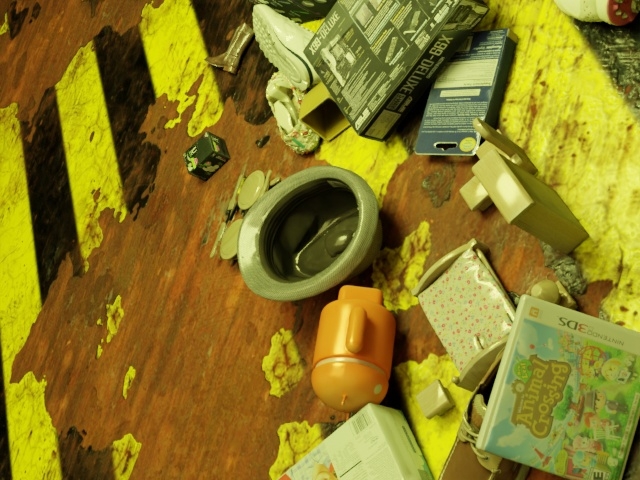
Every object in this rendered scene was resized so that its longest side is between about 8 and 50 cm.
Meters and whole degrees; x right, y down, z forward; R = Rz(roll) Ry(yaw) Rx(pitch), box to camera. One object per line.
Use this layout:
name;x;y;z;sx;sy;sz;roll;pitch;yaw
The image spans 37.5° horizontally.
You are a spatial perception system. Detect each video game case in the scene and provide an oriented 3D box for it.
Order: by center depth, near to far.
video game case;0.326;0.200;1.236;0.023;0.193;0.212;121;167;-84

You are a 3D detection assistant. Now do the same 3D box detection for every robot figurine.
robot figurine;0.054;0.182;1.512;0.158;0.128;0.219;-31;39;45

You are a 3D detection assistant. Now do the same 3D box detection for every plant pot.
plant pot;0.011;-0.257;1.791;0.081;0.081;0.083;-35;41;28

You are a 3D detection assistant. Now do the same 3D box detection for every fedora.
fedora;0.000;0.000;1.655;0.275;0.124;0.243;-32;55;20

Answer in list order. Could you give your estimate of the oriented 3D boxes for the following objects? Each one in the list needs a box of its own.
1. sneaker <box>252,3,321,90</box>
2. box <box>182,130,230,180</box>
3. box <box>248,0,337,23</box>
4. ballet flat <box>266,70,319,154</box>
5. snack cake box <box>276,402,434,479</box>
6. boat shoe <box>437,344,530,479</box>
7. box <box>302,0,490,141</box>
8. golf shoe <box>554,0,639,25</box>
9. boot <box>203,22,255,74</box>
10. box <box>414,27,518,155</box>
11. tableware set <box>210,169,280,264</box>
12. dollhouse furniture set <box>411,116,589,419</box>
sneaker;-0.055;-0.395;1.885;0.095;0.090;0.235;-29;63;-16
box;-0.245;-0.181;2.020;0.083;0.052;0.062;-39;51;24
box;-0.010;-0.551;1.877;0.270;0.143;0.165;0;74;49
ballet flat;-0.065;-0.270;1.869;0.091;0.077;0.241;-44;47;22
snack cake box;0.040;0.395;1.474;0.264;0.089;0.152;-43;50;22
boat shoe;0.243;0.254;1.319;0.123;0.116;0.324;34;97;46
box;0.121;-0.367;1.660;0.307;0.077;0.242;-52;51;29
golf shoe;0.449;-0.479;1.446;0.140;0.115;0.306;13;81;49
boot;-0.201;-0.434;2.097;0.106;0.037;0.114;26;94;33
box;0.244;-0.244;1.591;0.136;0.036;0.225;7;76;46
tableware set;-0.144;-0.046;1.878;0.128;0.039;0.194;-2;65;56
dollhouse furniture set;0.195;0.036;1.420;0.355;0.174;0.303;-44;47;21
